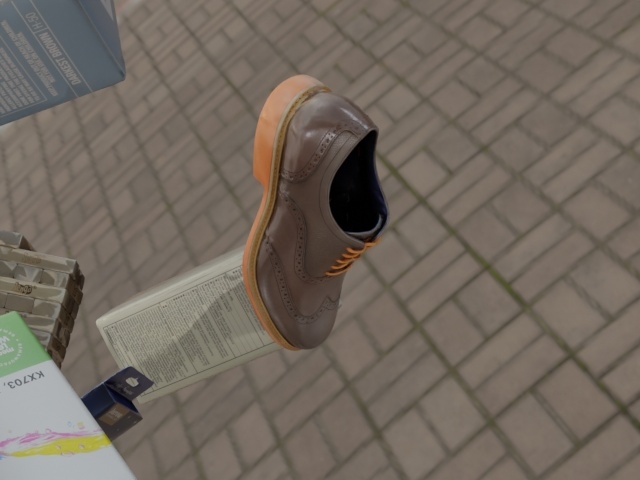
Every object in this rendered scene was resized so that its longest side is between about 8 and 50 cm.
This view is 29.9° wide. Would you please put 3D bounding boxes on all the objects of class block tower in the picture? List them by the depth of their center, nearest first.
[{"bbox_3d":[-0.337,0.164,1.271,0.091,0.097,0.335,97,-176,-74],"label":"block tower"}]

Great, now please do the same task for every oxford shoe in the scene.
[{"bbox_3d":[0.000,0.000,1.347,0.133,0.363,0.130,30,48,31],"label":"oxford shoe"}]

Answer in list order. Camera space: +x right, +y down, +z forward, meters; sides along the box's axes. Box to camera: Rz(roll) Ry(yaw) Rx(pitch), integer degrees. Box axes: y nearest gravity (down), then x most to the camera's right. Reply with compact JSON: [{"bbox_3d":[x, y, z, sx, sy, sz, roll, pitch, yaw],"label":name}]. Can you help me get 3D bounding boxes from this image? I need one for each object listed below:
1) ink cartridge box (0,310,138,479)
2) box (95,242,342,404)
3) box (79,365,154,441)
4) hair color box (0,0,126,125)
[{"bbox_3d":[-0.274,0.249,1.056,0.207,0.119,0.353,-22,58,-37],"label":"ink cartridge box"},{"bbox_3d":[-0.143,0.103,1.679,0.311,0.148,0.121,-23,8,28],"label":"box"},{"bbox_3d":[-0.307,0.243,1.494,0.225,0.136,0.036,-36,73,-5],"label":"box"},{"bbox_3d":[-0.349,-0.156,0.908,0.374,0.113,0.185,-19,54,6],"label":"hair color box"}]
